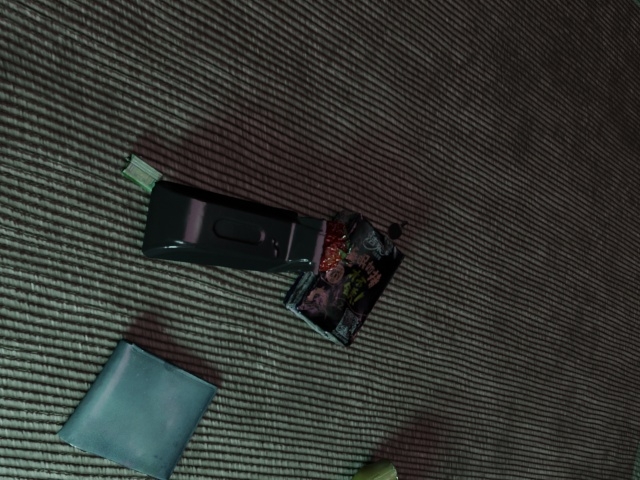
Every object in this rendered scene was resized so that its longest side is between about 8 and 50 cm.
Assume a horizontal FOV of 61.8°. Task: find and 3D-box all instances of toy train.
[{"bbox_3d":[-0.409,-0.156,1.224,0.093,0.038,0.056,38,80,-28],"label":"toy train"}]

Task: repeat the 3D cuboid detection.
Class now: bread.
[{"bbox_3d":[0.134,0.753,1.551,0.156,0.158,0.261,36,75,-17],"label":"bread"}]

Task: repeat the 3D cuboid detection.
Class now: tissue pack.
[{"bbox_3d":[0.071,0.108,1.491,0.245,0.123,0.332,41,75,-32],"label":"tissue pack"}]

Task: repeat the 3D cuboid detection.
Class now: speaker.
[{"bbox_3d":[-0.196,-0.020,1.261,0.388,0.184,0.180,11,87,-37],"label":"speaker"}]

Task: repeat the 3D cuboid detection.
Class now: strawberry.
[{"bbox_3d":[0.003,0.000,1.381,0.140,0.192,0.085,-37,143,8],"label":"strawberry"}]

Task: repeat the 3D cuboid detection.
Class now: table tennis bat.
[{"bbox_3d":[0.240,-0.035,1.649,0.083,0.007,0.050,-37,110,-23],"label":"table tennis bat"}]

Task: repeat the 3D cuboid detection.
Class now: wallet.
[{"bbox_3d":[-0.408,0.396,1.243,0.290,0.054,0.251,37,75,-29],"label":"wallet"}]
